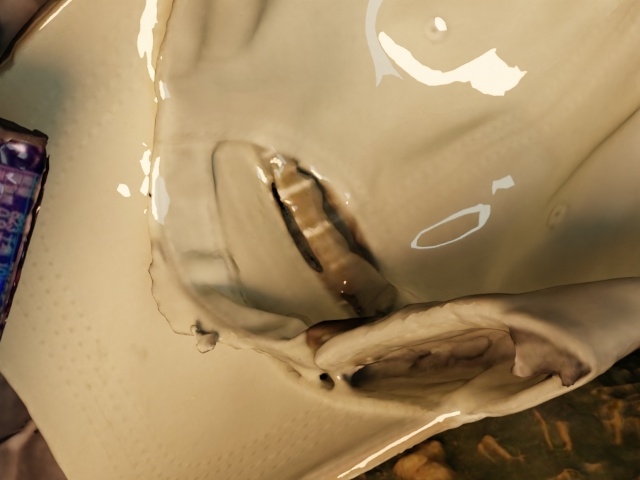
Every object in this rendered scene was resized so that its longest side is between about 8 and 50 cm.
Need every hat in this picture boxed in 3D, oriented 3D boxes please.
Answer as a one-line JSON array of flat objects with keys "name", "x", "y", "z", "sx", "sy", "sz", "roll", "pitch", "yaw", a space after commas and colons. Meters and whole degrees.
[{"name": "hat", "x": -0.001, "y": -0.003, "z": 0.738, "sx": 0.301, "sy": 0.258, "sz": 0.168, "roll": -41, "pitch": 157, "yaw": 24}]

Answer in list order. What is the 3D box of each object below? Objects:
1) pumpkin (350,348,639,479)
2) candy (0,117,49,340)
[{"name": "pumpkin", "x": 0.097, "y": 0.189, "z": 0.768, "sx": 0.327, "sy": 0.257, "sz": 0.291, "roll": -37, "pitch": 100, "yaw": -10}, {"name": "candy", "x": -0.180, "y": 0.098, "z": 0.673, "sx": 0.088, "sy": 0.061, "sz": 0.312, "roll": 17, "pitch": 92, "yaw": -21}]
